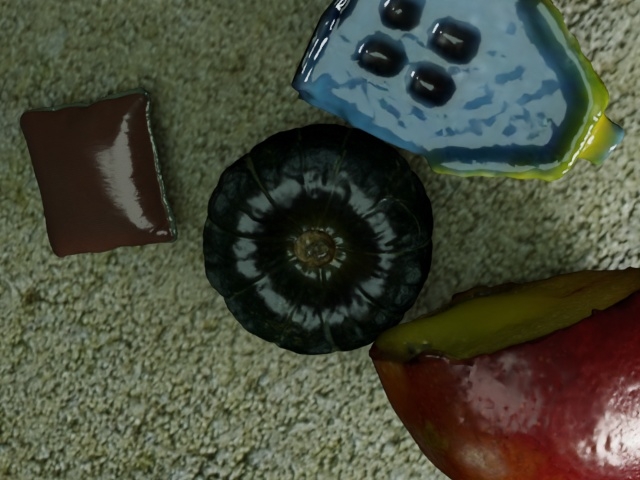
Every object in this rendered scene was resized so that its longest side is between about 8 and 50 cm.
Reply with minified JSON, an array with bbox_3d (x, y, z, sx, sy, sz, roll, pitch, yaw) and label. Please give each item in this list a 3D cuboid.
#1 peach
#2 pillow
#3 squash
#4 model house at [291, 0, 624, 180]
[{"bbox_3d":[0.216,0.131,1.070,0.338,0.281,0.281,21,109,-17],"label":"peach"},{"bbox_3d":[-0.252,-0.076,1.205,0.171,0.075,0.179,-8,102,18],"label":"pillow"},{"bbox_3d":[0.000,0.000,1.135,0.252,0.165,0.252,3,106,10],"label":"squash"},{"bbox_3d":[0.145,-0.173,1.023,0.303,0.237,0.215,32,108,-1],"label":"model house"}]
